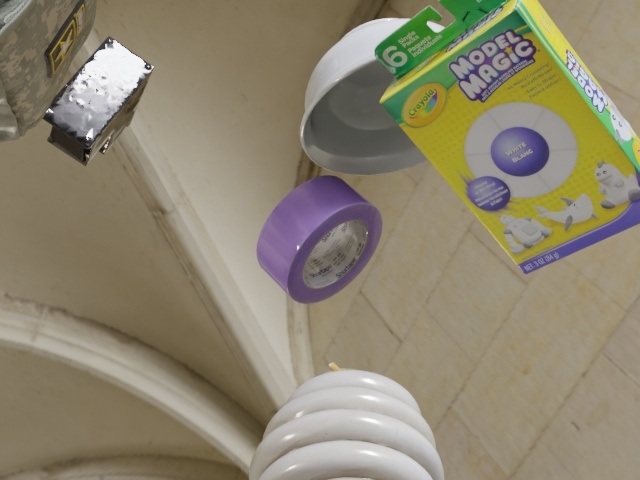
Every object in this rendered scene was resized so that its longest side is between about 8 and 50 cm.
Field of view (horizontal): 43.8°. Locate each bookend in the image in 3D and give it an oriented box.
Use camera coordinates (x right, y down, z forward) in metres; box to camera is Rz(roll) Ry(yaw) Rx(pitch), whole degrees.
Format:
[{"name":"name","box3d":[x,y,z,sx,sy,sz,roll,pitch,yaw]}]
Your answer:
[{"name":"bookend","box3d":[-0.310,-0.164,1.072,0.072,0.157,0.156,34,-121,-9]}]

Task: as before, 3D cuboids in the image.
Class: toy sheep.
[{"name":"toy sheep","box3d":[0.010,0.106,0.336,0.091,0.132,0.091,-1,-52,-1]}]

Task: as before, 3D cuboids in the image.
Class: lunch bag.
[{"name":"lunch bag","box3d":[-0.277,-0.246,0.676,0.168,0.235,0.287,-7,-98,-17]}]

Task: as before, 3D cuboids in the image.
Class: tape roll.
[{"name":"tape roll","box3d":[0.000,0.000,1.222,0.189,0.080,0.189,-31,-37,-26]}]

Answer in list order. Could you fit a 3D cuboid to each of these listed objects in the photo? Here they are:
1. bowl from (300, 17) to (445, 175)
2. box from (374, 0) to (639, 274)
[{"name":"bowl","box3d":[0.099,-0.232,1.185,0.297,0.134,0.298,-12,-27,-6]},{"name":"box","box3d":[0.118,-0.070,0.487,0.105,0.043,0.179,-31,-72,38]}]
